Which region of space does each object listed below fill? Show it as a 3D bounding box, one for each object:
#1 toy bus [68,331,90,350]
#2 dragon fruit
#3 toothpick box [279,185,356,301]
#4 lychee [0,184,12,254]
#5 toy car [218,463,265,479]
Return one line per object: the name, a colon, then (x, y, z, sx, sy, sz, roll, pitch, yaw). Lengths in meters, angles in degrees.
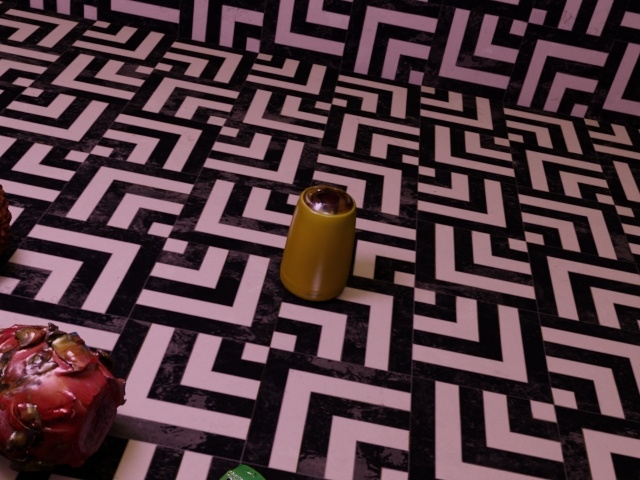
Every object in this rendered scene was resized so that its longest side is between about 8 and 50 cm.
toy bus: (-0.490, 0.257, 1.639, 0.047, 0.065, 0.166, -21, 48, -36)
dragon fruit: (-0.530, 0.282, 1.449, 0.291, 0.250, 0.269, 21, 56, 9)
toothpick box: (0.000, 0.000, 1.955, 0.175, 0.271, 0.175, 8, 35, -5)
lychee: (-0.852, -0.046, 1.793, 0.276, 0.276, 0.304, -11, 67, -28)
toy car: (-0.168, 0.468, 1.436, 0.071, 0.062, 0.165, 28, 38, 23)
